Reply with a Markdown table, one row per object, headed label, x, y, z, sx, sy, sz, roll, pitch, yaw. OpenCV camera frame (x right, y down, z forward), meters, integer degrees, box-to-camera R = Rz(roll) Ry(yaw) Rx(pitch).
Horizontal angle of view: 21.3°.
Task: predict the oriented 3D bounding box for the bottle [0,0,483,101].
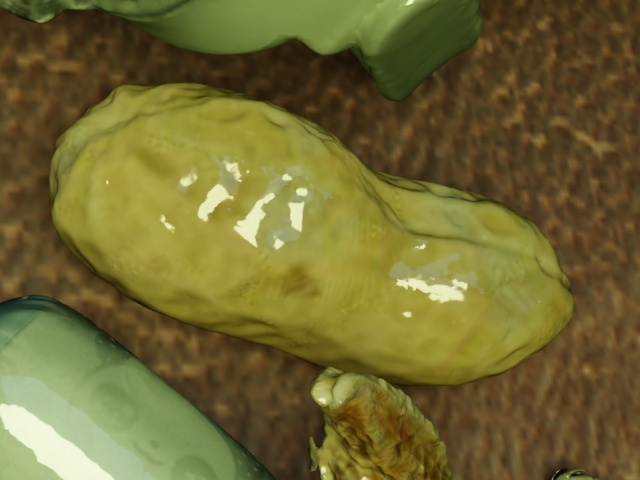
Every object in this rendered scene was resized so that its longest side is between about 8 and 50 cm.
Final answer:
| label | x | y | z | sx | sy | sz | roll | pitch | yaw |
| --- | --- | --- | --- | --- | --- | --- | --- | --- | --- |
| bottle | 0.031 | -0.163 | 0.535 | 0.352 | 0.229 | 0.229 | -32 | 83 | -37 |

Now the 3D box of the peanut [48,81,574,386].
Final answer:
| label | x | y | z | sx | sy | sz | roll | pitch | yaw |
| --- | --- | --- | --- | --- | --- | --- | --- | --- | --- |
| peanut | 0.000 | 0.000 | 0.534 | 0.174 | 0.080 | 0.080 | 18 | 62 | -14 |

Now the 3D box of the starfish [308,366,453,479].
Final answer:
| label | x | y | z | sx | sy | sz | roll | pitch | yaw |
| --- | --- | --- | --- | --- | --- | --- | --- | --- | --- |
| starfish | 0.021 | 0.147 | 0.460 | 0.277 | 0.062 | 0.235 | -1 | 97 | -37 |

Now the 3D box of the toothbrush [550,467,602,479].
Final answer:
| label | x | y | z | sx | sy | sz | roll | pitch | yaw |
| --- | --- | --- | --- | --- | --- | --- | --- | --- | --- |
| toothbrush | 0.127 | 0.210 | 0.527 | 0.028 | 0.026 | 0.294 | -1 | 67 | -40 |

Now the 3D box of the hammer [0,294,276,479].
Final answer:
| label | x | y | z | sx | sy | sz | roll | pitch | yaw |
| --- | --- | --- | --- | --- | --- | --- | --- | --- | --- |
| hammer | -0.100 | 0.111 | 0.454 | 0.116 | 0.069 | 0.194 | 41 | 63 | -4 |
